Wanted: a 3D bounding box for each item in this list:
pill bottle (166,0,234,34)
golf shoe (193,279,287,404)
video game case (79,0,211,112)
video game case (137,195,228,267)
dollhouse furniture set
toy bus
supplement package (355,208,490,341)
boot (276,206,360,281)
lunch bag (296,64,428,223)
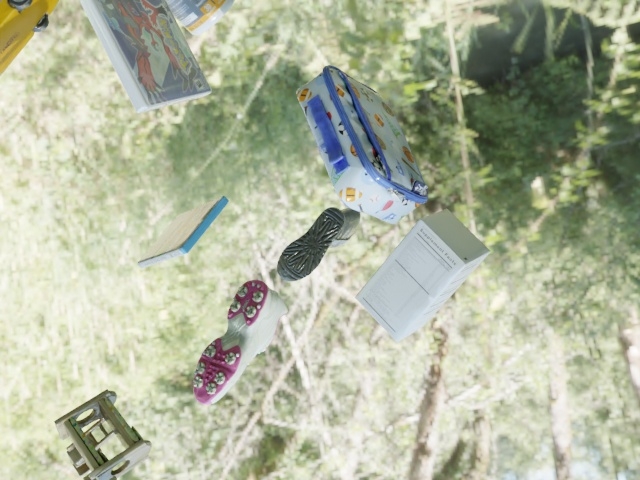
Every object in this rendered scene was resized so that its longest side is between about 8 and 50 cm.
[{"bbox_3d":[-0.351,-0.652,2.129,0.278,0.162,0.162,43,144,-26],"label":"pill bottle"},{"bbox_3d":[-0.174,0.244,1.978,0.115,0.306,0.140,29,178,39],"label":"golf shoe"},{"bbox_3d":[-0.248,-0.286,1.231,0.023,0.201,0.183,-24,-174,27],"label":"video game case"},{"bbox_3d":[-0.224,-0.012,1.410,0.166,0.015,0.119,-16,-148,53],"label":"video game case"},{"bbox_3d":[-0.304,0.349,1.328,0.101,0.182,0.161,-31,152,-25],"label":"dollhouse furniture set"},{"bbox_3d":[-0.681,-0.454,1.822,0.130,0.333,0.108,32,168,13],"label":"toy bus"},{"bbox_3d":[0.214,0.072,1.822,0.134,0.139,0.244,-20,152,-55],"label":"supplement package"},{"bbox_3d":[0.001,0.002,1.756,0.189,0.076,0.208,-44,179,6],"label":"boot"},{"bbox_3d":[0.080,-0.178,1.651,0.115,0.303,0.243,-35,151,23],"label":"lunch bag"}]
